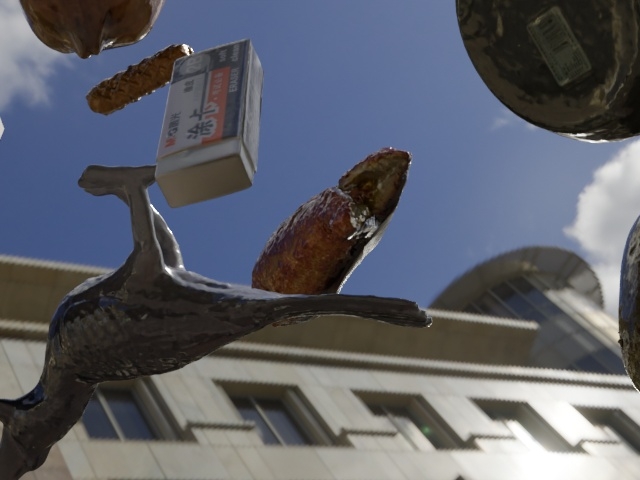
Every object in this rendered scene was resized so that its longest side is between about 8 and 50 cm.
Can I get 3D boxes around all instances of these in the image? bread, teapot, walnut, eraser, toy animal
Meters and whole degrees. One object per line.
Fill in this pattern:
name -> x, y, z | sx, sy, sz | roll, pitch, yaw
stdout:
bread -> -0.236, -0.212, 1.451 | 0.157, 0.052, 0.044 | -27, -90, 6
teapot -> 0.328, -0.241, 1.011 | 0.344, 0.300, 0.253 | -30, -22, -31
walnut -> -0.267, -0.335, 1.301 | 0.209, 0.336, 0.209 | -2, -38, -2
bread -> 0.003, -0.004, 1.083 | 0.139, 0.095, 0.269 | -53, -5, -34
eraser -> -0.063, -0.070, 0.633 | 0.052, 0.122, 0.029 | -15, -50, 12
toy animal -> -0.120, 0.035, 0.815 | 0.367, 0.206, 0.081 | -23, -7, 15

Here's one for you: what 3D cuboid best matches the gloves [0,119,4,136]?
gloves -> -0.405, -0.039, 0.811 | 0.312, 0.210, 0.135 | -3, -40, 15

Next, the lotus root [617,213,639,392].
lotus root -> 0.333, 0.082, 0.955 | 0.154, 0.154, 0.278 | 35, -126, -40
